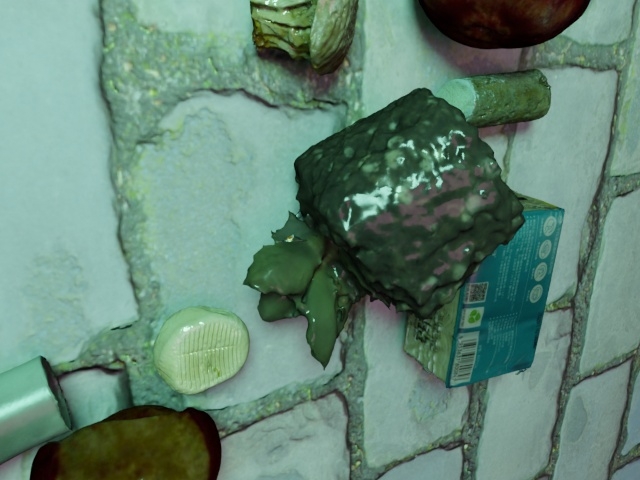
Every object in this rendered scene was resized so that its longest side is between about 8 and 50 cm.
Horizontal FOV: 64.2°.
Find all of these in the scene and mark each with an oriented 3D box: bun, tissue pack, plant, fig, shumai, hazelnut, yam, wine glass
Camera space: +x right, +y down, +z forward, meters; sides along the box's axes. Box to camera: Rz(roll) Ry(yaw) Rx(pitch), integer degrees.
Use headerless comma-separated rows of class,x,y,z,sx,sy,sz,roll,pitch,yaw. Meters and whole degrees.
bun,-0.145,0.127,0.617,0.115,0.069,0.115,-12,113,-28
tissue pack,0.242,0.064,0.781,0.193,0.134,0.270,-4,109,-30
plant,0.055,-0.011,0.599,0.312,0.213,0.215,-38,119,13
fig,0.228,-0.354,0.600,0.186,0.204,0.249,49,61,-70
shumai,-0.019,-0.250,0.541,0.116,0.145,0.145,16,101,4
hazelnut,-0.219,0.266,0.579,0.202,0.160,0.170,12,108,-6
yam,0.248,-0.201,0.726,0.180,0.078,0.078,-12,113,-26
wine glass,-0.373,0.201,0.493,0.231,0.103,0.103,-22,117,-26

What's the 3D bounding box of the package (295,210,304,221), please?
package,0.000,0.000,0.688,0.037,0.015,0.110,-48,122,-6
